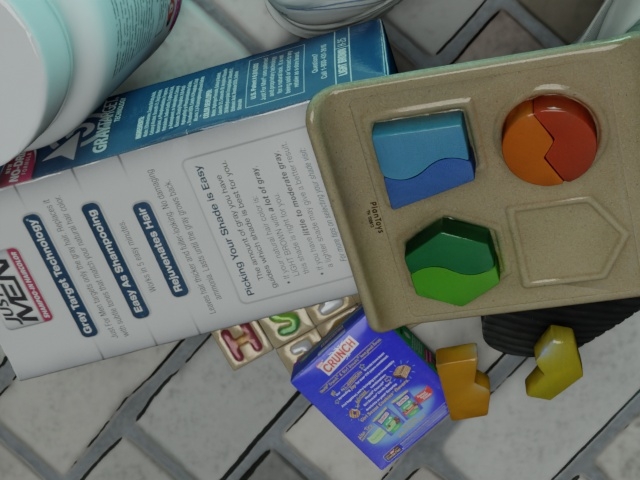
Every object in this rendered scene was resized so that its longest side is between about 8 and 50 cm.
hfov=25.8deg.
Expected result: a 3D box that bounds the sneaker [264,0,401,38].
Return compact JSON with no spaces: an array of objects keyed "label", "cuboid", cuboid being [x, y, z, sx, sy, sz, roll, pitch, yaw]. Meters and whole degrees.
[{"label":"sneaker","cuboid":[0.088,-0.233,1.012,0.297,0.129,0.111,-30,93,10]}]

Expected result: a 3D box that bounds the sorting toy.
[{"label":"sorting toy","cuboid":[0.135,0.009,0.978,0.229,0.041,0.307,-11,126,11]}]

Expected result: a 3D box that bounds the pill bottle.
[{"label":"pill bottle","cuboid":[-0.205,-0.156,0.970,0.160,0.283,0.160,4,114,9]}]

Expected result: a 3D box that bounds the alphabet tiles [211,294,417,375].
[{"label":"alphabet tiles","cuboid":[0.000,0.000,1.125,0.237,0.009,0.198,-30,95,11]}]

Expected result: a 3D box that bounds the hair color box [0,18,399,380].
[{"label":"hair color box","cuboid":[-0.094,-0.027,1.045,0.347,0.105,0.174,-15,123,9]}]

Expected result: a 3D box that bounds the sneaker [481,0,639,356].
[{"label":"sneaker","cuboid":[0.206,-0.058,1.046,0.122,0.146,0.330,11,126,-18]}]

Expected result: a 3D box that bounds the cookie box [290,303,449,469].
[{"label":"cookie box","cuboid":[0.045,0.113,1.116,0.092,0.040,0.107,-42,101,12]}]
